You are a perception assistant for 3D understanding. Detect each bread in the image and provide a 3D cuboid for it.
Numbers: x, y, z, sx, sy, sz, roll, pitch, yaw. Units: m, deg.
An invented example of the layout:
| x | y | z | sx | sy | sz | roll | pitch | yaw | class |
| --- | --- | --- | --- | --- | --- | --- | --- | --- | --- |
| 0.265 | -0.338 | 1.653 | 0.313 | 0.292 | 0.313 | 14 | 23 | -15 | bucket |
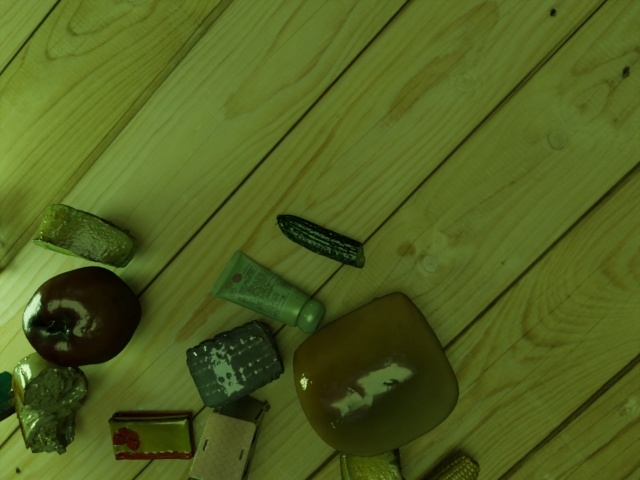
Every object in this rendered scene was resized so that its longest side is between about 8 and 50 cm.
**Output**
| x | y | z | sx | sy | sz | roll | pitch | yaw | class |
| --- | --- | --- | --- | --- | --- | --- | --- | --- | --- |
| -0.623 | -0.005 | 1.267 | 0.257 | 0.186 | 0.123 | 16 | 79 | 0 | bread |
| -0.769 | 0.436 | 1.314 | 0.192 | 0.171 | 0.313 | 27 | 118 | 38 | bread |
| 0.136 | 0.351 | 1.175 | 0.376 | 0.253 | 0.347 | -27 | 89 | 8 | bread |
| 0.139 | 0.619 | 1.226 | 0.171 | 0.197 | 0.197 | -14 | 92 | 2 | bread |

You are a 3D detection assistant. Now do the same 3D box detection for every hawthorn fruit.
| x | y | z | sx | sy | sz | roll | pitch | yaw | class |
| --- | --- | --- | --- | --- | --- | --- | --- | --- | --- |
| -0.627 | 0.197 | 1.218 | 0.268 | 0.301 | 0.267 | 0 | 86 | -4 | hawthorn fruit |

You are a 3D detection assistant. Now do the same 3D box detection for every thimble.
| x | y | z | sx | sy | sz | roll | pitch | yaw | class |
| --- | --- | --- | --- | --- | --- | --- | --- | --- | --- |
| -0.225 | 0.319 | 1.233 | 0.237 | 0.205 | 0.172 | -22 | 90 | 8 | thimble |

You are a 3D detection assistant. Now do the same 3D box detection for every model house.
| x | y | z | sx | sy | sz | roll | pitch | yaw | class |
| --- | --- | --- | --- | --- | --- | --- | --- | --- | --- |
| -0.264 | 0.591 | 1.239 | 0.169 | 0.244 | 0.325 | 15 | 96 | 2 | model house |

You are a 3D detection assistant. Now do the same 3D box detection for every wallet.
| x | y | z | sx | sy | sz | roll | pitch | yaw | class |
| --- | --- | --- | --- | --- | --- | --- | --- | --- | --- |
| -0.488 | 0.570 | 1.348 | 0.242 | 0.067 | 0.141 | -3 | 95 | 6 | wallet |

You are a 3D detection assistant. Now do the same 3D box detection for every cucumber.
| x | y | z | sx | sy | sz | roll | pitch | yaw | class |
| --- | --- | --- | --- | --- | --- | --- | --- | --- | --- |
| -0.001 | 0.001 | 1.258 | 0.266 | 0.077 | 0.077 | 21 | 96 | 6 | cucumber |

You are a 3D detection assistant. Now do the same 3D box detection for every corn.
| x | y | z | sx | sy | sz | roll | pitch | yaw | class |
| --- | --- | --- | --- | --- | --- | --- | --- | --- | --- |
| 0.309 | 0.699 | 1.257 | 0.106 | 0.106 | 0.305 | 44 | 94 | 2 | corn |

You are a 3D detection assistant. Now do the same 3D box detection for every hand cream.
| x | y | z | sx | sy | sz | roll | pitch | yaw | class |
| --- | --- | --- | --- | --- | --- | --- | --- | --- | --- |
| -0.135 | 0.150 | 1.261 | 0.306 | 0.093 | 0.147 | 26 | 74 | 10 | hand cream |

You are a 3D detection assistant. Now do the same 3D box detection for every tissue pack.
| x | y | z | sx | sy | sz | roll | pitch | yaw | class |
| --- | --- | --- | --- | --- | --- | --- | --- | --- | --- |
| -0.948 | 0.466 | 1.337 | 0.120 | 0.169 | 0.082 | 41 | 100 | 1 | tissue pack |
